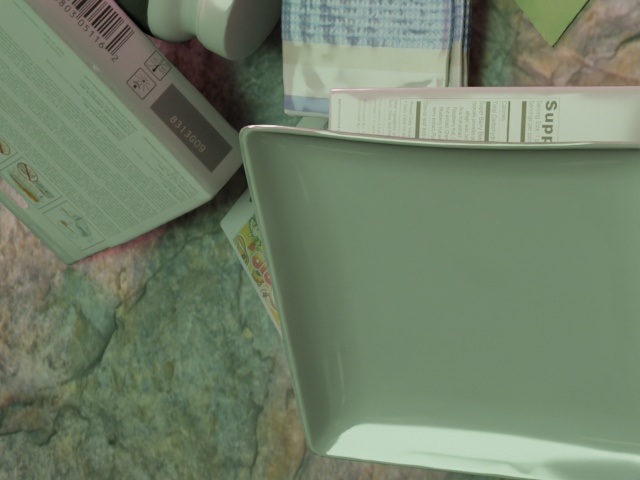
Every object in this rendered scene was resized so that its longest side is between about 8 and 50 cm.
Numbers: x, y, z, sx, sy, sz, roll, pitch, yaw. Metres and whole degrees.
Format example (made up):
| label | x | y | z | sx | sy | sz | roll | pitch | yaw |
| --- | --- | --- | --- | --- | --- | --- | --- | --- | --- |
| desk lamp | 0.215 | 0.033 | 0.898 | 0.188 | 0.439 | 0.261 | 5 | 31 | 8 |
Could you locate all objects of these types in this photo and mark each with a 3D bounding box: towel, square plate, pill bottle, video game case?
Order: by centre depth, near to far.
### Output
| label | x | y | z | sx | sy | sz | roll | pitch | yaw |
| --- | --- | --- | --- | --- | --- | --- | --- | --- | --- |
| square plate | 0.127 | 0.051 | 1.577 | 0.347 | 0.049 | 0.344 | 4 | 126 | 21 |
| towel | 0.057 | -0.252 | 1.915 | 0.209 | 0.034 | 0.285 | 5 | 100 | 28 |
| video game case | 0.000 | 0.000 | 2.028 | 0.206 | 0.026 | 0.227 | -50 | 55 | 32 |
| pill bottle | -0.178 | -0.308 | 2.082 | 0.278 | 0.162 | 0.162 | 29 | 110 | 19 |

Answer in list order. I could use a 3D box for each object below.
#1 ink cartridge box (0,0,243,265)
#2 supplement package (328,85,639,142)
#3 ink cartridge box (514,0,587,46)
| label | x | y | z | sx | sy | sz | roll | pitch | yaw |
| --- | --- | --- | --- | --- | --- | --- | --- | --- | --- |
| ink cartridge box | -0.287 | -0.137 | 2.182 | 0.308 | 0.091 | 0.385 | 46 | 150 | -14 |
| supplement package | 0.171 | -0.039 | 1.681 | 0.293 | 0.177 | 0.175 | 2 | 88 | 22 |
| ink cartridge box | 0.222 | -0.321 | 1.797 | 0.235 | 0.056 | 0.171 | -52 | 55 | 28 |
